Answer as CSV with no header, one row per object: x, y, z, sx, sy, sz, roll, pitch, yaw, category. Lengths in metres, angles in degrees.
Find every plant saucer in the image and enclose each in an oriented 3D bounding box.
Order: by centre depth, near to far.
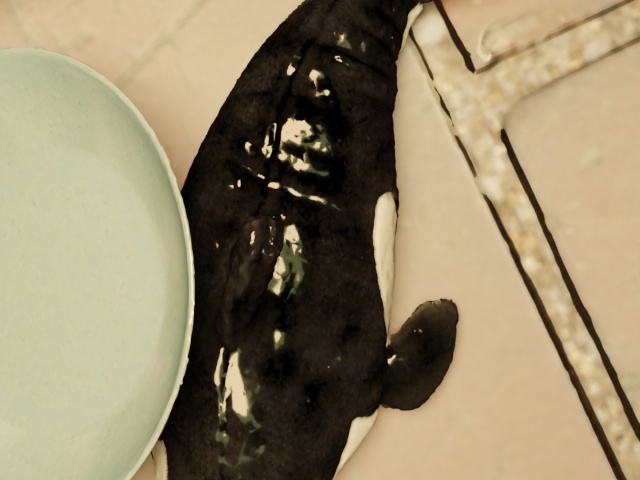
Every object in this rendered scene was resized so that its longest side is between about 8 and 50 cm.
-0.118,0.021,0.499,0.195,0.037,0.195,-2,86,31,plant saucer

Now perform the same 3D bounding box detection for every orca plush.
0.000,0.000,0.491,0.151,0.102,0.287,30,89,1,orca plush
